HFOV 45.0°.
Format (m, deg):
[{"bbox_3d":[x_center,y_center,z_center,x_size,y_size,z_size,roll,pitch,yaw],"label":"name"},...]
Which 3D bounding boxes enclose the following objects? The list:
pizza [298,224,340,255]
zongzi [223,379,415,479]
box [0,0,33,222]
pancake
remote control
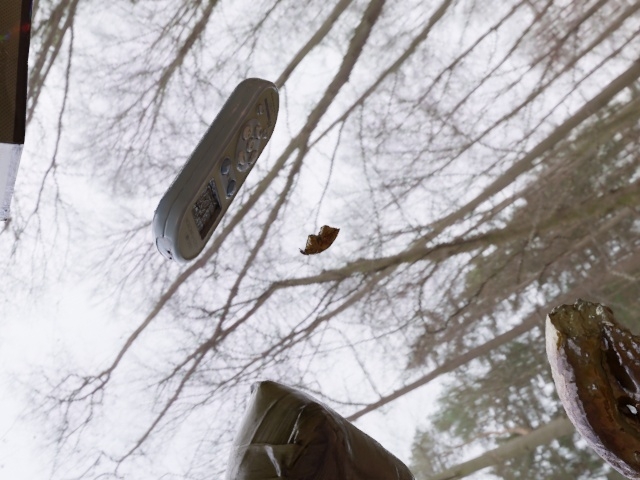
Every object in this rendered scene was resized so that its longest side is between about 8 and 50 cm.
[{"bbox_3d":[0.000,0.000,1.187,0.083,0.016,0.037,-32,-71,-32],"label":"pizza"},{"bbox_3d":[-0.024,0.338,0.835,0.274,0.145,0.300,45,-119,-41],"label":"zongzi"},{"bbox_3d":[-0.405,-0.157,0.932,0.084,0.310,0.198,4,-106,-24],"label":"box"},{"bbox_3d":[0.402,0.182,0.907,0.057,0.244,0.266,-54,-51,-48],"label":"pancake"},{"bbox_3d":[-0.111,-0.081,0.840,0.047,0.087,0.244,19,-121,14],"label":"remote control"}]
